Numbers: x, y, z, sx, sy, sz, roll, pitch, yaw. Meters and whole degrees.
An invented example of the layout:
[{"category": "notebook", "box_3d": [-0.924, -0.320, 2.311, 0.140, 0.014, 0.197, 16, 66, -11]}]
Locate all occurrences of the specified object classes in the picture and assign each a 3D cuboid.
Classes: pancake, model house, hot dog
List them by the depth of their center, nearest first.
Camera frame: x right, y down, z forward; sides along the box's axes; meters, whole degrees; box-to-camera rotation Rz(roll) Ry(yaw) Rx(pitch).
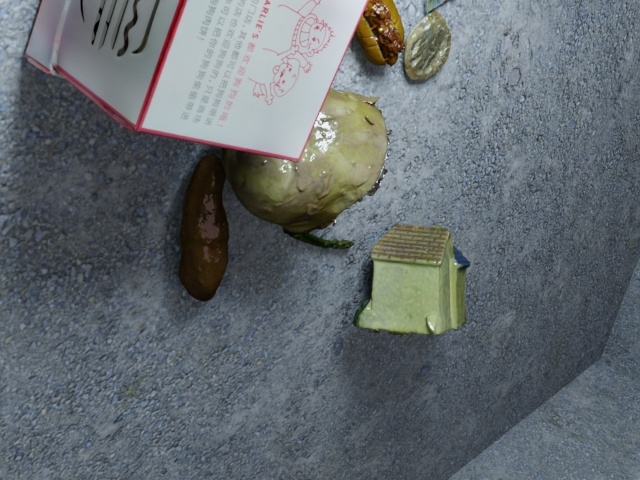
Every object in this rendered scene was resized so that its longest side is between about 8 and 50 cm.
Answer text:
[{"category": "hot dog", "box_3d": [0.107, -0.423, 1.448, 0.102, 0.076, 0.249, -51, 143, -11]}, {"category": "pancake", "box_3d": [0.230, -0.417, 1.632, 0.152, 0.025, 0.151, -27, 137, -29]}, {"category": "model house", "box_3d": [0.232, 0.093, 1.921, 0.321, 0.261, 0.266, -2, 96, -66]}]

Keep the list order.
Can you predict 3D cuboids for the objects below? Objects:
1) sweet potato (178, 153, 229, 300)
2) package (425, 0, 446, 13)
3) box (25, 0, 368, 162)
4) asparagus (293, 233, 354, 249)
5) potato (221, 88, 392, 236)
[{"category": "sweet potato", "box_3d": [-0.217, 0.006, 1.422, 0.106, 0.095, 0.354, -76, 175, -52]}, {"category": "package", "box_3d": [0.255, -0.509, 1.592, 0.110, 0.015, 0.037, -34, 134, -27]}, {"category": "box", "box_3d": [-0.163, -0.314, 1.048, 0.312, 0.300, 0.314, 5, 115, -49]}, {"category": "asparagus", "box_3d": [0.000, -0.001, 1.716, 0.236, 0.027, 0.034, 14, 119, -51]}, {"category": "potato", "box_3d": [-0.053, -0.173, 1.356, 0.301, 0.288, 0.237, -36, 133, 29]}]
